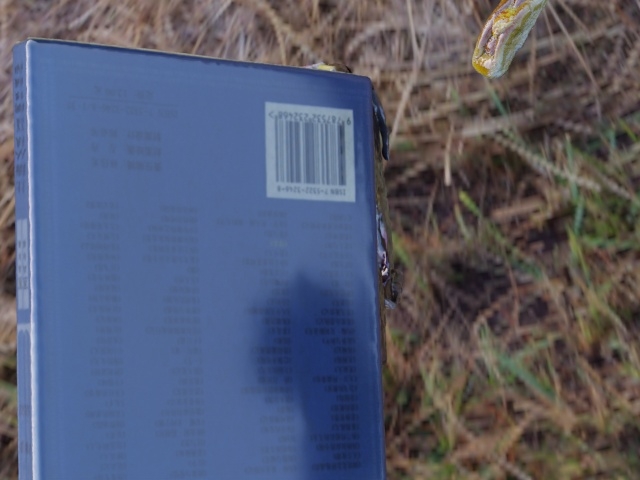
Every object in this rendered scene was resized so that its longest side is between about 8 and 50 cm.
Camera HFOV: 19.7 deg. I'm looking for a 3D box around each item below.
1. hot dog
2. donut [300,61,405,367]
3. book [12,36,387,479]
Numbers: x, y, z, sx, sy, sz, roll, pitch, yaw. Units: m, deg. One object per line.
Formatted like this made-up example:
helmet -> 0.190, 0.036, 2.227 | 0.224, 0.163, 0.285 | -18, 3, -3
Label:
hot dog -> 0.156, -0.180, 1.542 | 0.030, 0.034, 0.090 | 29, 87, 33
donut -> -0.003, -0.023, 1.641 | 0.136, 0.345, 0.259 | -7, 111, 7
book -> -0.051, 0.048, 0.841 | 0.191, 0.025, 0.269 | 2, 82, -36
